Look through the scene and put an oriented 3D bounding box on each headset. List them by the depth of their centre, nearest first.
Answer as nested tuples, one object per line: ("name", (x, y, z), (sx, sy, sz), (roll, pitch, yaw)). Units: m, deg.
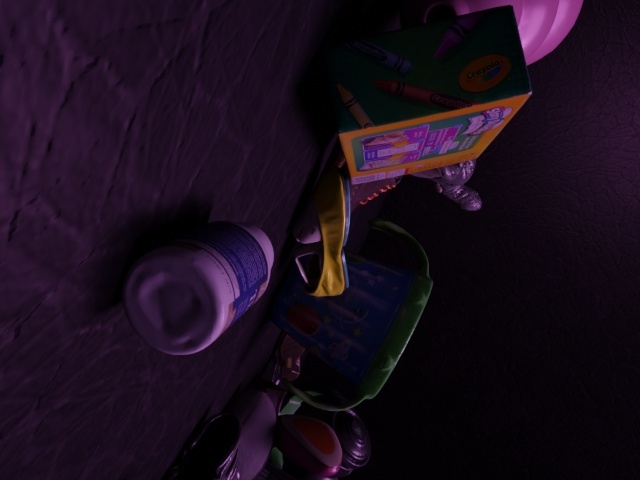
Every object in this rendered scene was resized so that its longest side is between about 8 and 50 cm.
("headset", (0.026, 0.489, 1.284), (0.243, 0.185, 0.394), (-52, -141, 7))

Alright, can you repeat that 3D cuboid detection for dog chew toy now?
("dog chew toy", (0.199, -0.294, 0.720), (0.332, 0.206, 0.206), (-42, 160, -49))

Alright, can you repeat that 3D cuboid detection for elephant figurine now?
("elephant figurine", (0.189, -0.154, 0.968), (0.169, 0.239, 0.186), (-64, 173, 20))

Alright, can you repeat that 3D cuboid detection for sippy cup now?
("sippy cup", (0.043, 0.118, 1.029), (0.305, 0.224, 0.240), (-55, 171, -47))

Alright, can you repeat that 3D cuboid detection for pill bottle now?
("pill bottle", (-0.073, 0.024, 0.398), (0.067, 0.067, 0.120), (-64, 173, 18))

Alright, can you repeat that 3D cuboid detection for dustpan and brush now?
("dustpan and brush", (-0.145, 0.397, 1.442), (0.211, 0.060, 0.147), (-58, 172, -37))

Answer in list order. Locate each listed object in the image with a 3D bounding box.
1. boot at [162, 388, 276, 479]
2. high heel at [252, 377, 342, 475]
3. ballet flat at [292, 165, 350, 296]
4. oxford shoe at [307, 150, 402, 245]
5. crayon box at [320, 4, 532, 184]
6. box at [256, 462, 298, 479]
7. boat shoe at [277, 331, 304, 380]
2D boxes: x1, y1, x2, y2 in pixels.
("boot", (-0.152, 0.346, 0.983), (0.338, 0.118, 0.223), (-63, 170, -47))
("high heel", (-0.079, 0.433, 1.214), (0.377, 0.127, 0.181), (20, -91, 66))
("ballet flat", (0.000, 0.000, 0.819), (0.231, 0.077, 0.077), (88, -12, -46))
("oxford shoe", (0.057, -0.083, 0.851), (0.271, 0.098, 0.097), (-66, 173, 30))
("crayon box", (0.099, -0.133, 0.623), (0.278, 0.165, 0.081), (36, 43, -84))
("box", (-0.135, 0.511, 1.093), (0.184, 0.261, 0.103), (-57, 172, -37))
("boat shoe", (-0.078, 0.253, 1.434), (0.072, 0.068, 0.190), (-110, -153, -50))
